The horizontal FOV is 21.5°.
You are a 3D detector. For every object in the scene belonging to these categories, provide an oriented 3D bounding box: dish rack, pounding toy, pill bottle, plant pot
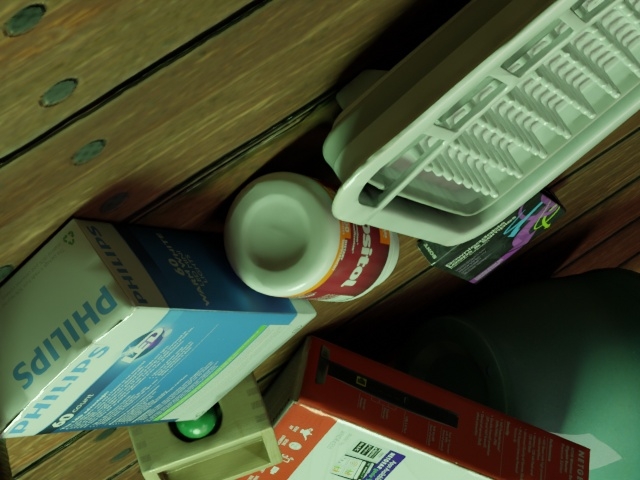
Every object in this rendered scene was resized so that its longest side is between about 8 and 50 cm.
[{"bbox_3d":[0.143,-0.116,1.183,0.285,0.072,0.333,-41,162,13],"label":"dish rack"},{"bbox_3d":[-0.094,0.135,1.384,0.130,0.100,0.141,-19,158,-4],"label":"pounding toy"},{"bbox_3d":[0.000,0.000,1.194,0.086,0.086,0.152,-41,162,16],"label":"pill bottle"},{"bbox_3d":[0.225,0.164,1.780,0.255,0.271,0.271,1,142,-38],"label":"plant pot"}]

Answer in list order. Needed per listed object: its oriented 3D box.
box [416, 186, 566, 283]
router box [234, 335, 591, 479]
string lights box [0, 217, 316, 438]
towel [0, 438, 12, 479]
[{"bbox_3d":[0.161,-0.012,1.553,0.116,0.029,0.162,-39,161,11],"label":"box"},{"bbox_3d":[0.051,0.262,1.653,0.335,0.301,0.082,124,-16,-45],"label":"router box"},{"bbox_3d":[-0.121,0.062,1.143,0.133,0.076,0.260,-41,161,16],"label":"string lights box"},{"bbox_3d":[-0.259,0.299,1.058,0.271,0.040,0.370,-155,-100,-75],"label":"towel"}]
